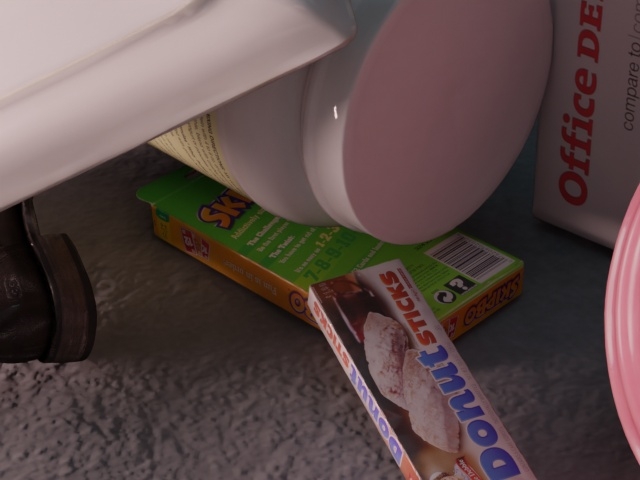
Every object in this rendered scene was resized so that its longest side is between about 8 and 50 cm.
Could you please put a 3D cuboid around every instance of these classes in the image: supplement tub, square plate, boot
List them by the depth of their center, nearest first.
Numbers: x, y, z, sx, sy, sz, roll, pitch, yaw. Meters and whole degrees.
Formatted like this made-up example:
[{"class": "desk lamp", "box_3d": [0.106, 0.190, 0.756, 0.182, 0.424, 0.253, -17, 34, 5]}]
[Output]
[{"class": "square plate", "box_3d": [-0.176, -0.178, 1.025, 0.344, 0.049, 0.347, -25, 51, 10]}, {"class": "boot", "box_3d": [-0.285, 0.009, 1.042, 0.229, 0.091, 0.263, -6, 34, -32]}, {"class": "supplement tub", "box_3d": [-0.031, -0.149, 1.120, 0.235, 0.235, 0.325, -30, 43, -35]}]

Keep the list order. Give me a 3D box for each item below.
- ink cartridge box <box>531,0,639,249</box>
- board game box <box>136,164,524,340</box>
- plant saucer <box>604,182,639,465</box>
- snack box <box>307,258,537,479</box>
[{"class": "ink cartridge box", "box_3d": [0.341, -0.096, 1.043, 0.395, 0.285, 0.166, 25, 42, 33]}, {"class": "board game box", "box_3d": [0.000, 0.000, 1.137, 0.259, 0.039, 0.124, 30, 45, 34]}, {"class": "plant saucer", "box_3d": [0.297, 0.035, 0.841, 0.332, 0.332, 0.084, 23, 2, 30]}, {"class": "snack box", "box_3d": [0.057, 0.088, 0.982, 0.064, 0.022, 0.178, -16, 52, -20]}]
